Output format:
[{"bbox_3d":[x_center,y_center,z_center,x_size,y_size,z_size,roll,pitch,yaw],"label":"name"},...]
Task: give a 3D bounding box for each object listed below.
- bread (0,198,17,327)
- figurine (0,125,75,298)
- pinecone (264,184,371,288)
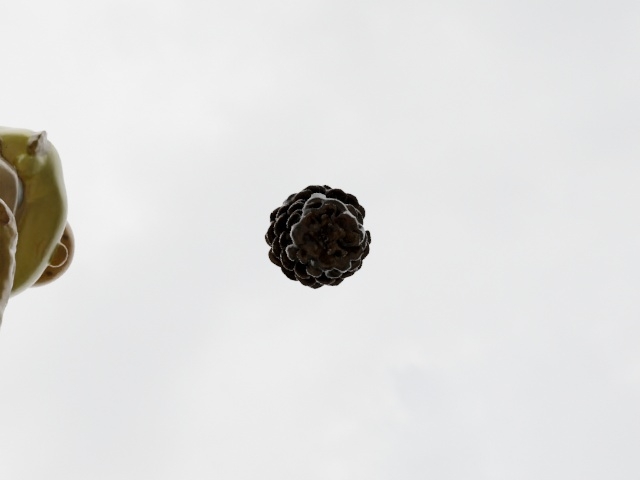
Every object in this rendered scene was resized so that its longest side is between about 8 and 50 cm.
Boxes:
[{"bbox_3d":[-0.269,0.024,0.877,0.083,0.211,0.114,43,-130,-61],"label":"bread"},{"bbox_3d":[-0.239,-0.019,1.069,0.131,0.246,0.156,28,-98,7],"label":"figurine"},{"bbox_3d":[0.000,0.000,1.123,0.077,0.083,0.077,-2,-72,-7],"label":"pinecone"}]
